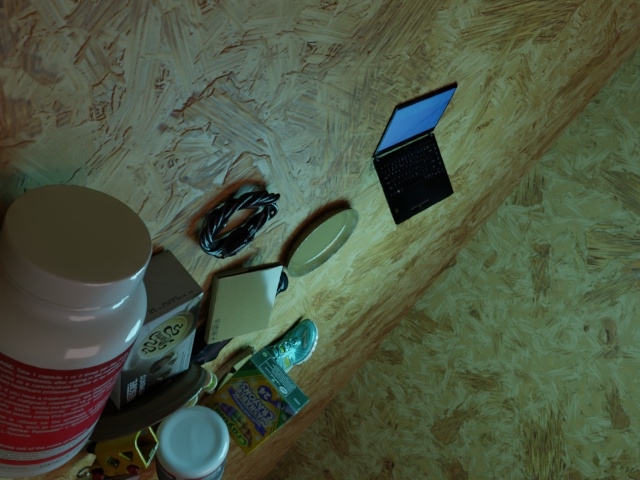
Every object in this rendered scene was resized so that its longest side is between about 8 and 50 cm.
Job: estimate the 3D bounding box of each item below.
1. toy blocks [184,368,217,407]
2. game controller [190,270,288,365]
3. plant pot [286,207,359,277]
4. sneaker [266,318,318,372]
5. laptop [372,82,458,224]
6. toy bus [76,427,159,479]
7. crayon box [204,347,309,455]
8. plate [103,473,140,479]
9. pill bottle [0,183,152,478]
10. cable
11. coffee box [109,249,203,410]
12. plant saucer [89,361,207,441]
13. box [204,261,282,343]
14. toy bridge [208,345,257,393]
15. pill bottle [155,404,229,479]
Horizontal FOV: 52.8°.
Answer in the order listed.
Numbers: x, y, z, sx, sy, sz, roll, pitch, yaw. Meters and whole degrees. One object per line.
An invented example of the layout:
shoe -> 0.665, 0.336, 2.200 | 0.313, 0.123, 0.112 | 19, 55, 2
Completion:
toy blocks -> -0.347, 0.387, 1.715 | 0.123, 0.054, 0.148 | -40, 159, -8
game controller -> -0.207, 0.191, 1.601 | 0.319, 0.067, 0.166 | -44, 174, 3
plant pot -> 0.000, 0.000, 1.625 | 0.236, 0.032, 0.236 | -37, 158, -17
sneaker -> -0.116, 0.356, 2.025 | 0.275, 0.107, 0.110 | -46, 150, 6
laptop -> 0.253, -0.205, 1.535 | 0.234, 0.264, 0.136 | -27, -169, -36
toy bus -> -0.507, 0.514, 1.590 | 0.202, 0.191, 0.104 | -32, 114, -30
crayon box -> -0.206, 0.491, 1.904 | 0.323, 0.203, 0.083 | -48, 171, 33
plate -> -0.693, 0.773, 1.850 | 0.278, 0.045, 0.277 | -46, 159, 8
pill bottle -> -0.377, 0.129, 0.888 | 0.229, 0.229, 0.408 | -18, 149, -49
cable -> -0.156, -0.042, 1.245 | 0.184, 0.047, 0.150 | -38, 155, -6
coffee box -> -0.336, 0.175, 1.216 | 0.168, 0.119, 0.297 | -29, 156, -35
plant saucer -> -0.374, 0.325, 1.361 | 0.277, 0.041, 0.278 | -19, -168, 4
box -> -0.178, 0.143, 1.480 | 0.164, 0.021, 0.201 | -11, 132, -33
toy bridge -> -0.265, 0.374, 1.881 | 0.188, 0.026, 0.063 | -42, 160, -4
pill bottle -> -0.390, 0.654, 1.941 | 0.210, 0.210, 0.363 | -31, 157, -30
